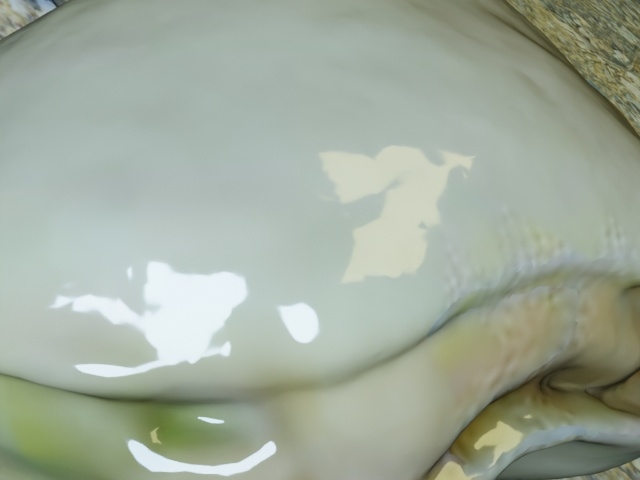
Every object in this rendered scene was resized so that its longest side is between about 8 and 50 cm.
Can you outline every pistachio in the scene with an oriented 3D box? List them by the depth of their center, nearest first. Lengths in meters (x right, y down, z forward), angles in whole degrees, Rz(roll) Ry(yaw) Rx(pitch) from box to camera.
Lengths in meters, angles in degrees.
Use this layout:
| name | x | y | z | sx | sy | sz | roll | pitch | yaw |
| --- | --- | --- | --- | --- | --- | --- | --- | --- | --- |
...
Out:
| name | x | y | z | sx | sy | sz | roll | pitch | yaw |
| --- | --- | --- | --- | --- | --- | --- | --- | --- | --- |
| pistachio | 0.000 | 0.000 | 0.566 | 0.365 | 0.281 | 0.445 | 15 | 23 | 20 |
